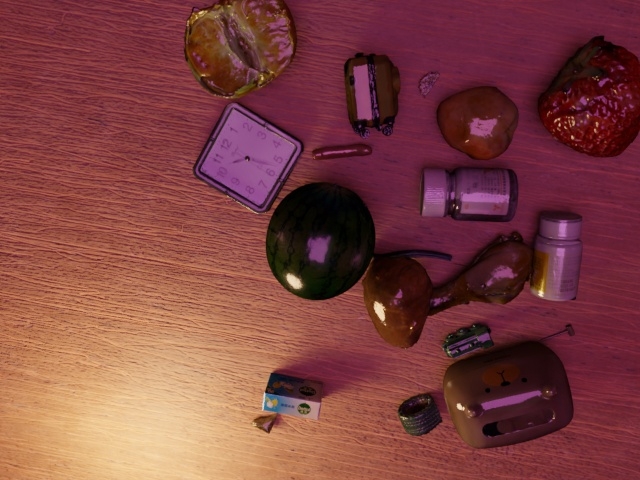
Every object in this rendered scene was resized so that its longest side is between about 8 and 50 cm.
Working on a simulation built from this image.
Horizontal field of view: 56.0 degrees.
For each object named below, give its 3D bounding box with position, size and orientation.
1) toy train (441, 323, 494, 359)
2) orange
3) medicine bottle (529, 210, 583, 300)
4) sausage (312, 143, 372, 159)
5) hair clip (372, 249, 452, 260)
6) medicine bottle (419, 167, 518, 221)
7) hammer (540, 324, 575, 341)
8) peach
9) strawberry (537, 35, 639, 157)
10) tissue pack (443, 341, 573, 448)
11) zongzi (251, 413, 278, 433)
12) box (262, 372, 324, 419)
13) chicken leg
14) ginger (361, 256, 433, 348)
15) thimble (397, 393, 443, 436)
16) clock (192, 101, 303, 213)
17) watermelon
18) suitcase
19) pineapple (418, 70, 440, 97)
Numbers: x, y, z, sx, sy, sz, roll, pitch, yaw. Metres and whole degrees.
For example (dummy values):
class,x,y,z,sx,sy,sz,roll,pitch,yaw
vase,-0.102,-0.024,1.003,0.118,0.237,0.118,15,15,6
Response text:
class,x,y,z,sx,sy,sz,roll,pitch,yaw
toy train,0.481,0.333,1.974,0.170,0.111,0.071,-25,98,11
orange,-0.224,-0.559,1.731,0.335,0.196,0.262,-31,87,8
medicine bottle,0.730,0.046,1.855,0.143,0.143,0.258,2,106,4
sausage,0.066,-0.275,1.866,0.186,0.043,0.043,-4,106,6
hair clip,0.287,0.057,1.944,0.275,0.048,0.083,-7,101,5
medicine bottle,0.441,-0.140,1.812,0.273,0.165,0.165,3,106,3
hammer,0.783,0.314,1.993,0.110,0.019,0.035,-24,103,13
peach,0.449,-0.350,1.745,0.236,0.214,0.214,25,107,16
strawberry,0.778,-0.368,1.665,0.310,0.292,0.291,41,105,-1
tissue pack,0.602,0.505,1.931,0.387,0.277,0.267,-17,107,10
zongzi,-0.201,0.641,2.157,0.076,0.040,0.083,23,95,4
box,-0.092,0.533,2.061,0.194,0.139,0.073,10,106,1
chicken leg,0.476,0.137,1.914,0.429,0.153,0.201,-26,90,19
ginger,0.230,0.181,1.841,0.223,0.200,0.269,27,81,-35
thimble,0.338,0.597,2.058,0.135,0.118,0.090,-26,108,-5
clock,-0.226,-0.256,1.891,0.279,0.049,0.273,31,105,-5
watermelon,0.000,0.000,1.799,0.363,0.363,0.363,1,106,4
suitcase,0.149,-0.425,1.741,0.143,0.194,0.234,-7,106,-2
pineapple,0.320,-0.474,1.801,0.045,0.019,0.083,34,109,-9
